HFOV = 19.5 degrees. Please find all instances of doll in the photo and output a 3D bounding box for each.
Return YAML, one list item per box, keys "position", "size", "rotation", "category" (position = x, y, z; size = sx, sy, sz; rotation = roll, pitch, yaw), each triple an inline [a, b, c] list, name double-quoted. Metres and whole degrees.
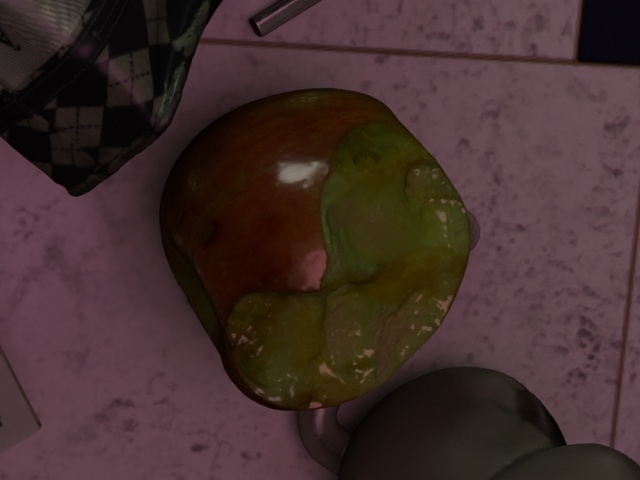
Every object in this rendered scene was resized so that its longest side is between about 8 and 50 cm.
- position: [0.155, 0.238, 1.542]
  size: [0.226, 0.370, 0.215]
  rotation: [22, 95, -43]
  category: "doll"

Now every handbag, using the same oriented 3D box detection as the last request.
- position: [-0.237, -0.281, 1.312]
  size: [0.416, 0.180, 0.316]
  rotation: [39, 53, -21]
  category: "handbag"

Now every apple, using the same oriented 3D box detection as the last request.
- position: [0.000, 0.000, 1.460]
  size: [0.226, 0.246, 0.246]
  rotation: [-26, 110, -11]
  category: "apple"

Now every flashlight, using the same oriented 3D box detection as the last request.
- position: [-0.020, -0.196, 1.536]
  size: [0.083, 0.018, 0.018]
  rotation: [-34, 110, -13]
  category: "flashlight"

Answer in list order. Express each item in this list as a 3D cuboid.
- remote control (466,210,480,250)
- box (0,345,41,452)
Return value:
- position: [0.081, -0.019, 1.607]
  size: [0.122, 0.032, 0.074]
  rotation: [39, 85, -23]
  category: "remote control"
- position: [-0.370, 0.050, 1.376]
  size: [0.210, 0.095, 0.330]
  rotation: [-30, 122, -14]
  category: "box"
